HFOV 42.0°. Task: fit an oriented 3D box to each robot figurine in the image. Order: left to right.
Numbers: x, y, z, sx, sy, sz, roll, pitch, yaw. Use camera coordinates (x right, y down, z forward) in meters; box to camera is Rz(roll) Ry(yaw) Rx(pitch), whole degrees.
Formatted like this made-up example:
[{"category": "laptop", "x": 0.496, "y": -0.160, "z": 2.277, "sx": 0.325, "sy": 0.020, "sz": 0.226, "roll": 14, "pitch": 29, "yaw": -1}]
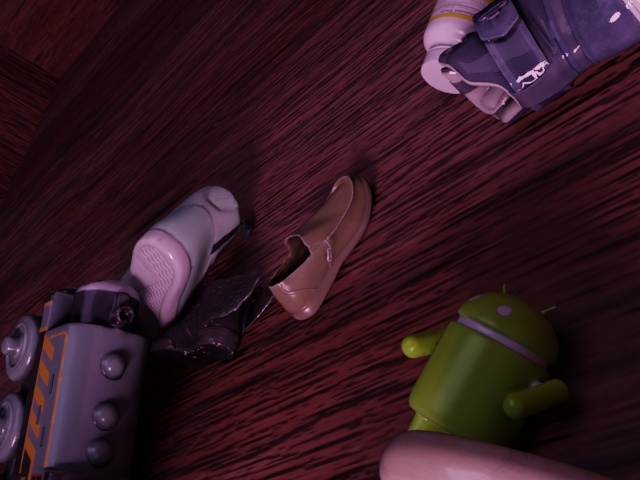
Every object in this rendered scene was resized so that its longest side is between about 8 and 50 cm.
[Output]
[{"category": "robot figurine", "x": 0.098, "y": 0.082, "z": 0.499, "sx": 0.101, "sy": 0.067, "sz": 0.115, "roll": 26, "pitch": 84, "yaw": 53}]

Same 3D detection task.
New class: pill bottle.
[{"category": "pill bottle", "x": 0.128, "y": -0.190, "z": 0.729, "sx": 0.065, "sy": 0.065, "sz": 0.116, "roll": -7, "pitch": 56, "yaw": 57}]

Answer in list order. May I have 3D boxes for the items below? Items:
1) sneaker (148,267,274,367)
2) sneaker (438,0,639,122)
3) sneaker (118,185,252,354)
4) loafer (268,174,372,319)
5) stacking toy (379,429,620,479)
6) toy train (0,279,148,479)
[{"category": "sneaker", "x": -0.116, "y": 0.082, "z": 0.883, "sx": 0.170, "sy": 0.051, "sz": 0.089, "roll": -15, "pitch": 49, "yaw": 48}, {"category": "sneaker", "x": 0.161, "y": -0.193, "z": 0.653, "sx": 0.163, "sy": 0.086, "sz": 0.226, "roll": -39, "pitch": 34, "yaw": 29}, {"category": "sneaker", "x": -0.168, "y": 0.036, "z": 0.998, "sx": 0.151, "sy": 0.094, "sz": 0.256, "roll": -47, "pitch": -2, "yaw": -40}, {"category": "loafer", "x": 0.000, "y": 0.000, "z": 0.766, "sx": 0.056, "sy": 0.050, "sz": 0.148, "roll": 1, "pitch": 64, "yaw": 60}, {"category": "stacking toy", "x": 0.055, "y": 0.256, "z": 0.343, "sx": 0.141, "sy": 0.141, "sz": 0.330, "roll": -8, "pitch": 62, "yaw": 57}, {"category": "toy train", "x": -0.265, "y": 0.202, "z": 0.886, "sx": 0.190, "sy": 0.142, "sz": 0.333, "roll": -19, "pitch": 58, "yaw": 45}]
